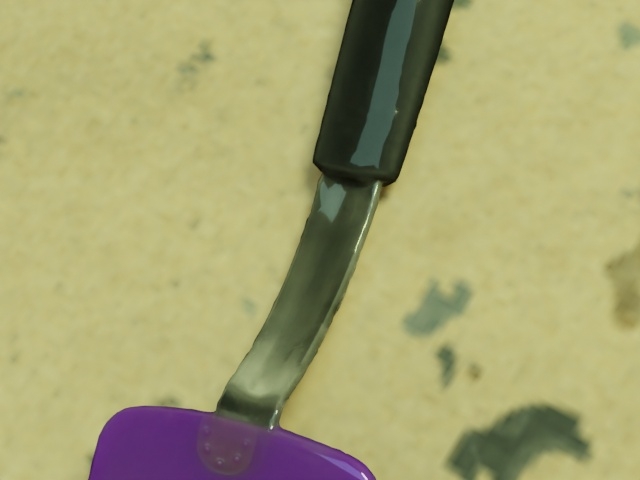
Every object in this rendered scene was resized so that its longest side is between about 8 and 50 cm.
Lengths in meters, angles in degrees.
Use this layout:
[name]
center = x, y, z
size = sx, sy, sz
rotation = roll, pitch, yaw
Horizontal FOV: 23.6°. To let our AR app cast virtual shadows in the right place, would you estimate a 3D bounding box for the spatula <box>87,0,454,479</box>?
[spatula]
center = 0.000, 0.000, 0.423
size = 0.084, 0.030, 0.296
rotation = 11, 70, 19
